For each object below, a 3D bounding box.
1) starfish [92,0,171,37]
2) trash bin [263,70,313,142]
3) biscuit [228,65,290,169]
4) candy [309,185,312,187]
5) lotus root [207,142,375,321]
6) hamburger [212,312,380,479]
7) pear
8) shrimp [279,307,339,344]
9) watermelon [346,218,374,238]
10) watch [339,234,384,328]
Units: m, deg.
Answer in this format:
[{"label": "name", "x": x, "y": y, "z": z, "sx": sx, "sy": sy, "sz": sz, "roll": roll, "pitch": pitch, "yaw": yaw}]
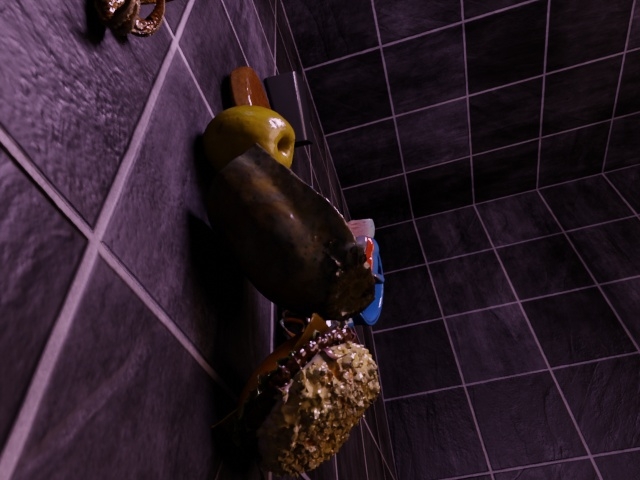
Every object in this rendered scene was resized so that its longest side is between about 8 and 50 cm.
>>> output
[{"label": "starfish", "x": -0.245, "y": -0.336, "z": 0.588, "sx": 0.190, "sy": 0.074, "sz": 0.146, "roll": -83, "pitch": 159, "yaw": -67}, {"label": "trash bin", "x": -0.099, "y": -0.440, "z": 1.603, "sx": 0.165, "sy": 0.115, "sz": 0.225, "roll": -40, "pitch": 117, "yaw": -80}, {"label": "biscuit", "x": -0.144, "y": -0.252, "z": 1.173, "sx": 0.314, "sy": 0.063, "sz": 0.367, "roll": -95, "pitch": 168, "yaw": -57}, {"label": "candy", "x": -0.025, "y": -0.006, "z": 1.440, "sx": 0.306, "sy": 0.100, "sz": 0.157, "roll": 64, "pitch": 14, "yaw": -52}, {"label": "lotus root", "x": -0.044, "y": 0.032, "z": 0.745, "sx": 0.260, "sy": 0.149, "sz": 0.267, "roll": 45, "pitch": -14, "yaw": 28}, {"label": "hamburger", "x": -0.015, "y": 0.239, "z": 0.679, "sx": 0.139, "sy": 0.243, "sz": 0.261, "roll": 38, "pitch": -9, "yaw": 28}, {"label": "pear", "x": -0.128, "y": -0.162, "z": 0.823, "sx": 0.149, "sy": 0.162, "sz": 0.148, "roll": 0, "pitch": 90, "yaw": -69}, {"label": "shrimp", "x": -0.009, "y": 0.213, "z": 1.006, "sx": 0.172, "sy": 0.137, "sz": 0.372, "roll": 45, "pitch": 27, "yaw": -42}, {"label": "watermelon", "x": 0.089, "y": -0.002, "z": 1.923, "sx": 0.201, "sy": 0.262, "sz": 0.213, "roll": 40, "pitch": 30, "yaw": -26}, {"label": "watch", "x": 0.075, "y": 0.142, "z": 1.239, "sx": 0.274, "sy": 0.241, "sz": 0.305, "roll": 25, "pitch": 66, "yaw": -64}]
